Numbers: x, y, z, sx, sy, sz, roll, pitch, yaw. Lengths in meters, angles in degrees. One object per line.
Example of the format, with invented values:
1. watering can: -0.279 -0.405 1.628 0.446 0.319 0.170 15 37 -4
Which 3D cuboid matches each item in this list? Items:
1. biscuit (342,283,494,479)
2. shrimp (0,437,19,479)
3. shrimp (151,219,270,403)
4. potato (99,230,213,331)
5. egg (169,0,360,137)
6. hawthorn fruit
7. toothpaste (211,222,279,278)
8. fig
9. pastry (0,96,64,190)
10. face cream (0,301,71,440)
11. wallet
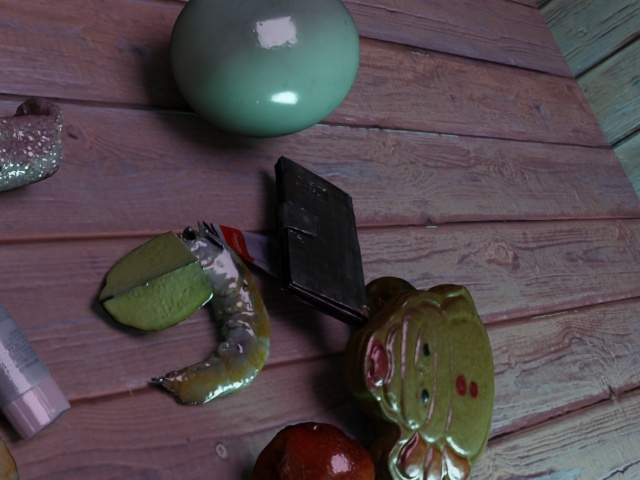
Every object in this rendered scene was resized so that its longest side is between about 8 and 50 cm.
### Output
1. biscuit: 0.168 0.232 2.010 0.381 0.074 0.359 22 67 -52
2. shrimp: -0.422 0.261 1.293 0.296 0.058 0.169 12 55 -54
3. shrimp: -0.150 0.126 1.802 0.185 0.068 0.287 33 48 -27
4. potato: -0.235 0.063 1.727 0.120 0.149 0.081 43 -28 60
5. egg: -0.088 -0.306 2.058 0.276 0.276 0.389 61 29 7
6. hawthorn fruit: -0.017 0.332 1.690 0.173 0.173 0.179 48 70 -14
7. toothpaste: -0.049 0.032 2.031 0.301 0.048 0.075 18 51 -43
8. fig: 0.145 0.140 2.129 0.184 0.126 0.133 23 31 -38
9. pastry: -0.412 -0.111 1.602 0.112 0.102 0.265 62 32 -5
10. face cream: -0.373 0.134 1.472 0.198 0.057 0.084 58 32 -2
11. wallet: 0.001 0.000 2.043 0.169 0.044 0.317 29 34 -27
